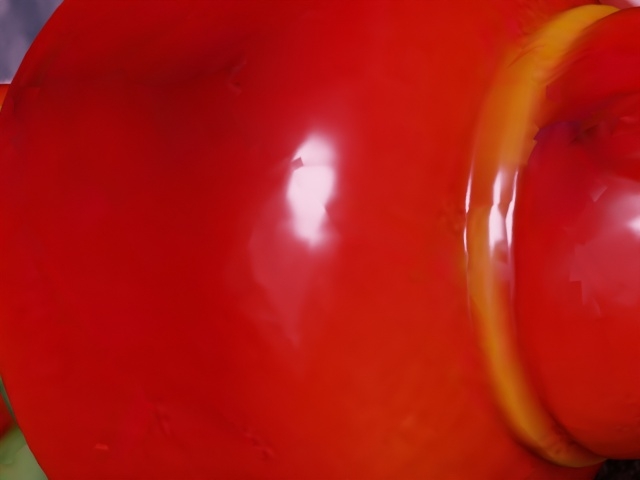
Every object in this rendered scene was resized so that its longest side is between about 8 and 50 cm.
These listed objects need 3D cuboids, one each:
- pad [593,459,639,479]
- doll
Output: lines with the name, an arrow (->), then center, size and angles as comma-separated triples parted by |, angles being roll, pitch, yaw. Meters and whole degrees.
pad -> 0.011, 0.144, 0.529 | 0.235, 0.003, 0.158 | -41, 40, 22
doll -> 0.000, 0.000, 0.492 | 0.363, 0.160, 0.182 | -2, 57, 36
